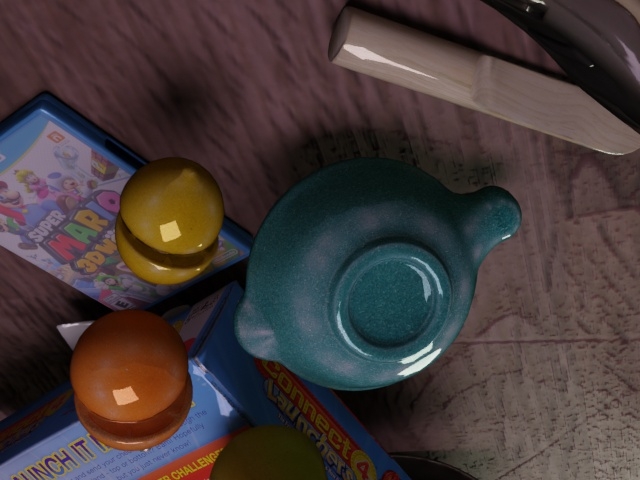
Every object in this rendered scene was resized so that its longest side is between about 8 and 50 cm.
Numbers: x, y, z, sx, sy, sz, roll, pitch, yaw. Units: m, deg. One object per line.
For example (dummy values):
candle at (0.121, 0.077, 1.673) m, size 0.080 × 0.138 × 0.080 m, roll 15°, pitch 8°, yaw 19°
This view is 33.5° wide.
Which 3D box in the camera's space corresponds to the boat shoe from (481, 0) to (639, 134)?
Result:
boat shoe at (0.101, -0.141, 0.413) m, size 0.324 × 0.122 × 0.120 m, roll 31°, pitch 101°, yaw -28°

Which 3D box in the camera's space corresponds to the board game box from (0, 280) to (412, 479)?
board game box at (-0.083, 0.222, 0.754) m, size 0.308 × 0.086 × 0.302 m, roll -30°, pitch 108°, yaw 30°

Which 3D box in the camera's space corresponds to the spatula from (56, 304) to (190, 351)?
spatula at (-0.073, 0.116, 0.796) m, size 0.168 × 0.019 × 0.242 m, roll -13°, pitch 141°, yaw 5°

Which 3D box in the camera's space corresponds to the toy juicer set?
toy juicer set at (0.000, 0.000, 0.572) m, size 0.209 × 0.089 × 0.329 m, roll 37°, pitch 93°, yaw -20°

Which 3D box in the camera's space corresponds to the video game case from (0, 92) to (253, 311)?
video game case at (-0.140, -0.013, 0.647) m, size 0.119 × 0.015 × 0.166 m, roll -26°, pitch 134°, yaw 31°

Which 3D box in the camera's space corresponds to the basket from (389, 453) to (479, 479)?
basket at (0.081, 0.307, 0.952) m, size 0.204 × 0.154 × 0.227 m, roll 4°, pitch 148°, yaw 14°
